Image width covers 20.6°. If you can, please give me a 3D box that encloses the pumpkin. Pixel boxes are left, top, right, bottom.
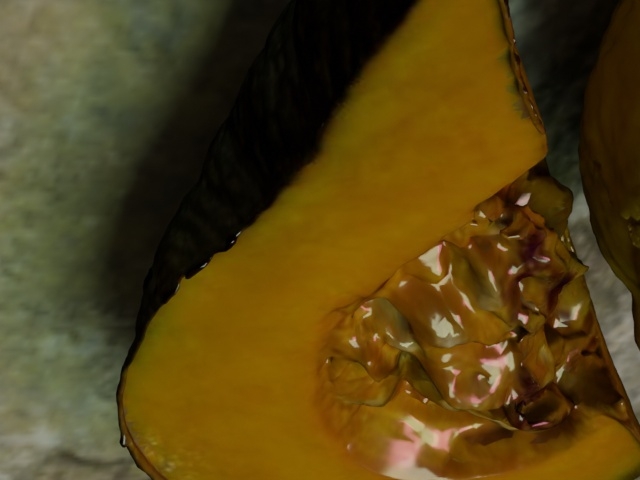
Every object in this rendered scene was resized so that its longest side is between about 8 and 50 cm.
[{"bbox_3d":[-0.001,-0.005,0.561,0.163,0.111,0.278,-17,140,7],"label":"pumpkin"}]

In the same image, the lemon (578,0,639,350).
[{"bbox_3d":[0.184,-0.040,0.544,0.231,0.192,0.192,-42,137,15],"label":"lemon"}]
